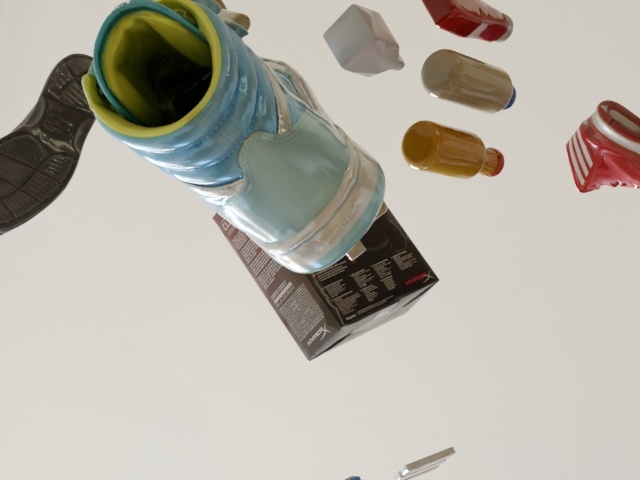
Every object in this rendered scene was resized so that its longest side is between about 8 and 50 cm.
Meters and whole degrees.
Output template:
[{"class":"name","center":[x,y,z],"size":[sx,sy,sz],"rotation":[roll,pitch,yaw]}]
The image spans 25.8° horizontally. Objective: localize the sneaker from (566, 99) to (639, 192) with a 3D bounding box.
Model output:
[{"class":"sneaker","center":[0.449,-0.100,2.001],"size":[0.128,0.221,0.087],"rotation":[-45,11,43]}]

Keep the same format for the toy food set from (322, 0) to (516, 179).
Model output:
[{"class":"toy food set","center":[0.088,-0.164,1.144],"size":[0.111,0.232,0.104],"rotation":[-44,-32,27]}]

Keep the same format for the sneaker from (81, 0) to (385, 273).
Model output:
[{"class":"sneaker","center":[-0.094,-0.114,1.004],"size":[0.208,0.319,0.127],"rotation":[39,-91,-34]}]

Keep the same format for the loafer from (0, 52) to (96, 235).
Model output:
[{"class":"loafer","center":[-0.365,-0.111,1.818],"size":[0.302,0.109,0.095],"rotation":[-63,6,-33]}]

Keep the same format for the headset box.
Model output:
[{"class":"headset box","center":[0.000,0.000,2.055],"size":[0.218,0.293,0.110],"rotation":[-24,-17,-41]}]

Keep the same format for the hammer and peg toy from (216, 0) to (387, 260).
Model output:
[{"class":"hammer and peg toy","center":[-0.077,-0.133,1.662],"size":[0.127,0.361,0.266],"rotation":[-38,9,-1]}]

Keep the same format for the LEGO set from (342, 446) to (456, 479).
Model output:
[{"class":"LEGO set","center":[0.064,0.348,2.042],"size":[0.244,0.060,0.182],"rotation":[-20,-15,-11]}]
